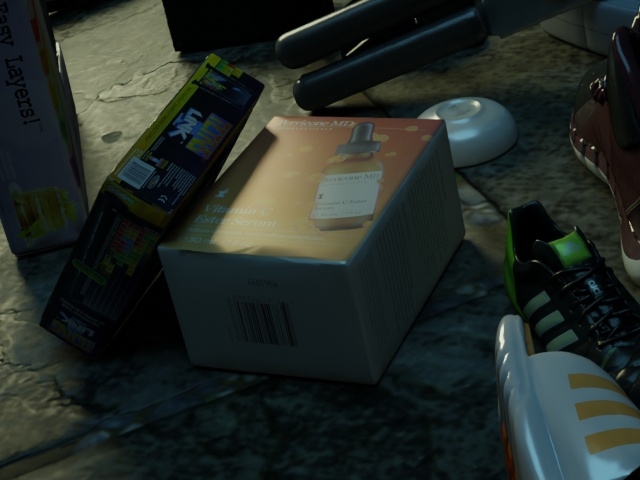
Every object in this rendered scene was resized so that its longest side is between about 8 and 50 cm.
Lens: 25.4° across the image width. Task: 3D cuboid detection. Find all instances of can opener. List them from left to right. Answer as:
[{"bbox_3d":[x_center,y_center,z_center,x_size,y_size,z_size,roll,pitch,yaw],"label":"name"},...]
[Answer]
[{"bbox_3d":[0.105,-0.187,1.156,0.283,0.076,0.095,-22,5,10],"label":"can opener"}]

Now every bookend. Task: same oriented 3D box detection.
[{"bbox_3d":[-0.062,-0.254,1.363,0.156,0.072,0.157,-7,30,8],"label":"bookend"}]

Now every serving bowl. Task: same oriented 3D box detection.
[{"bbox_3d":[0.105,-0.086,1.064,0.083,0.027,0.083,-10,29,6],"label":"serving bowl"}]

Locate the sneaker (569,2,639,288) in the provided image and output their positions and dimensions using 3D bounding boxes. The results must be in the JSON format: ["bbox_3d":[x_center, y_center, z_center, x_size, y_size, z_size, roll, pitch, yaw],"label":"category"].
[{"bbox_3d":[0.219,-0.100,0.908,0.106,0.163,0.281,-11,31,4],"label":"sneaker"}]

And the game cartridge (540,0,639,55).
[{"bbox_3d":[0.333,-0.197,1.140,0.294,0.060,0.196,17,45,41],"label":"game cartridge"}]

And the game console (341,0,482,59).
[{"bbox_3d":[0.078,-0.191,1.265,0.107,0.071,0.122,-37,24,19],"label":"game console"}]

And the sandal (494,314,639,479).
[{"bbox_3d":[0.132,0.137,0.622,0.076,0.102,0.265,-11,39,1],"label":"sandal"}]

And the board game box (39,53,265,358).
[{"bbox_3d":[-0.109,-0.025,0.935,0.048,0.141,0.170,30,39,0],"label":"board game box"}]

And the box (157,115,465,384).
[{"bbox_3d":[0.000,0.000,0.897,0.130,0.091,0.170,3,34,25],"label":"box"}]

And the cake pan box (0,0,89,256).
[{"bbox_3d":[-0.242,-0.155,1.099,0.070,0.246,0.267,-12,29,-6],"label":"cake pan box"}]

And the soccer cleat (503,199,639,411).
[{"bbox_3d":[0.148,0.038,0.794,0.060,0.072,0.179,-20,31,-12],"label":"soccer cleat"}]

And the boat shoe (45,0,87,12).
[{"bbox_3d":[-0.253,-0.265,1.488,0.133,0.049,0.042,-11,57,-11],"label":"boat shoe"}]
